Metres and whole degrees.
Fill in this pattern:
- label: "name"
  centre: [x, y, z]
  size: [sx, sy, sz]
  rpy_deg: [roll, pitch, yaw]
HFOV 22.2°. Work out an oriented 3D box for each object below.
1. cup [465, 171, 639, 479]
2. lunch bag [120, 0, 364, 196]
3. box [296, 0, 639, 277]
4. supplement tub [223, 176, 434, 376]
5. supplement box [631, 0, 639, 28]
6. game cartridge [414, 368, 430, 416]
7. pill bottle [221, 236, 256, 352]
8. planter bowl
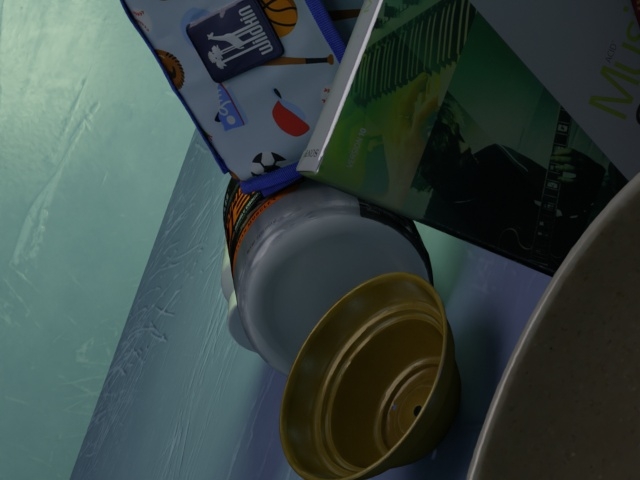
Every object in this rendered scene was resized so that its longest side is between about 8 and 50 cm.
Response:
- label: "cup"
  centre: [0.238, 0.139, 0.747]
  size: [0.331, 0.237, 0.331]
  rpy_deg: [-59, 17, 31]
- label: "lunch bag"
  centre: [0.002, -0.271, 1.665]
  size: [0.385, 0.328, 0.239]
  rpy_deg: [-31, 15, -2]
- label: "box"
  centre: [0.173, -0.093, 1.124]
  size: [0.058, 0.322, 0.232]
  rpy_deg: [-175, 106, -77]
- label: "supplement tub"
  centre: [0.000, 0.000, 1.794]
  size: [0.207, 0.207, 0.338]
  rpy_deg: [-63, 16, 17]
- label: "supplement box"
  centre: [0.272, -0.121, 1.049]
  size: [0.130, 0.073, 0.240]
  rpy_deg: [167, 85, -74]
- label: "game cartridge"
  centre: [0.097, 0.167, 1.601]
  size: [0.056, 0.017, 0.083]
  rpy_deg: [126, 159, -52]
- label: "pill bottle"
  centre: [-0.061, 0.032, 2.096]
  size: [0.131, 0.131, 0.229]
  rpy_deg: [-57, 19, 35]
- label: "planter bowl"
  centre: [0.067, 0.146, 1.542]
  size: [0.217, 0.090, 0.217]
  rpy_deg: [-33, 39, 32]
